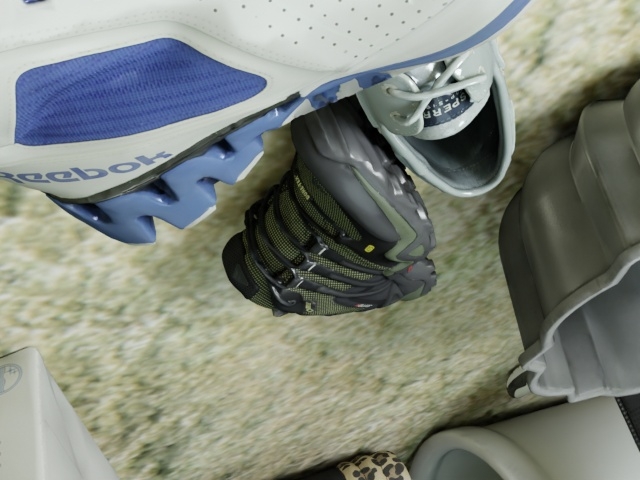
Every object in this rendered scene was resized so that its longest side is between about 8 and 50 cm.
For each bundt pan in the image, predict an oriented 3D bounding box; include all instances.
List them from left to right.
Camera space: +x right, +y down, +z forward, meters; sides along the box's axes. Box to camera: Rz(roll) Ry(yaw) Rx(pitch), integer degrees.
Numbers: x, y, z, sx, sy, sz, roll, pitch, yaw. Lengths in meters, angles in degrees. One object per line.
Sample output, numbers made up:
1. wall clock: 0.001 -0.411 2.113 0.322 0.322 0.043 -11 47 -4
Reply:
1. bundt pan: 0.259 -0.023 0.821 0.331 0.124 0.331 -17 154 -9

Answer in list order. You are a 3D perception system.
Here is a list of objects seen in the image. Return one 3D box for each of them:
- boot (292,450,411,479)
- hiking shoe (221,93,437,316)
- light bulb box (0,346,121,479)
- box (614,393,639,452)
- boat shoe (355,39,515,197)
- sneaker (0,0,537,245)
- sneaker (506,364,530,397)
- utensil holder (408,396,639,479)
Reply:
1. boot: -0.057 0.336 1.299 0.284 0.138 0.377 -15 149 -12
2. hiking shoe: 0.000 0.000 0.714 0.114 0.086 0.227 -24 156 0
3. light bulb box: -0.269 0.317 0.835 0.361 0.225 0.357 -22 127 2
4. box: 0.352 0.076 0.980 0.270 0.216 0.060 -35 151 30
5. boat shoe: 0.052 -0.084 0.589 0.079 0.081 0.227 -25 155 8
6. sneaker: -0.057 -0.101 0.421 0.182 0.127 0.315 5 146 -47
7. sneaker: 0.220 0.122 1.178 0.109 0.043 0.040 -31 155 24
8. utensil holder: 0.331 0.307 1.307 0.386 0.327 0.327 -12 153 -21
